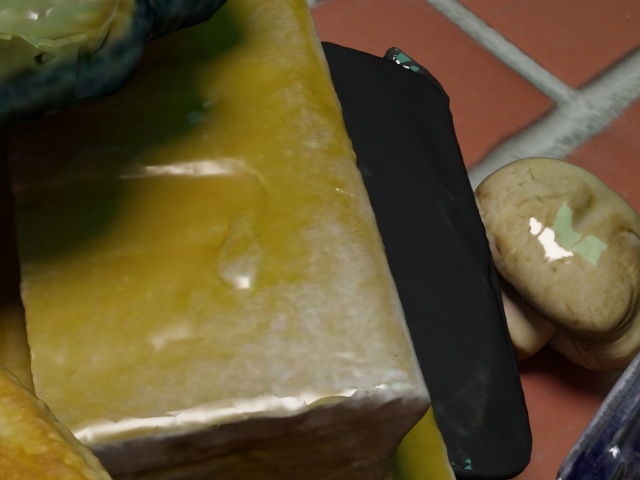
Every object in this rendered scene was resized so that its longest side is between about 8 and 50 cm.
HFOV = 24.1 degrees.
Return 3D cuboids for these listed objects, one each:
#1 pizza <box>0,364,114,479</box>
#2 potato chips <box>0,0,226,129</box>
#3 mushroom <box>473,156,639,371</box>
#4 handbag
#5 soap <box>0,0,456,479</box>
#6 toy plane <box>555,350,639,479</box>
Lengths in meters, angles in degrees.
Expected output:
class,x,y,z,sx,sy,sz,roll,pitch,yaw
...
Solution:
class,x,y,z,sx,sy,sz,roll,pitch,yaw
pizza,-0.159,0.115,0.381,0.287,0.075,0.280,1,36,-36
potato chips,-0.222,-0.079,0.579,0.429,0.070,0.358,-19,23,-12
mushroom,0.143,0.018,0.899,0.112,0.148,0.148,-38,68,-11
handbag,-0.001,-0.002,0.819,0.191,0.075,0.332,5,44,-14
soap,-0.097,0.018,0.648,0.259,0.143,0.281,-15,48,-3
toy plane,0.164,0.091,0.697,0.212,0.267,0.088,-12,48,-44
